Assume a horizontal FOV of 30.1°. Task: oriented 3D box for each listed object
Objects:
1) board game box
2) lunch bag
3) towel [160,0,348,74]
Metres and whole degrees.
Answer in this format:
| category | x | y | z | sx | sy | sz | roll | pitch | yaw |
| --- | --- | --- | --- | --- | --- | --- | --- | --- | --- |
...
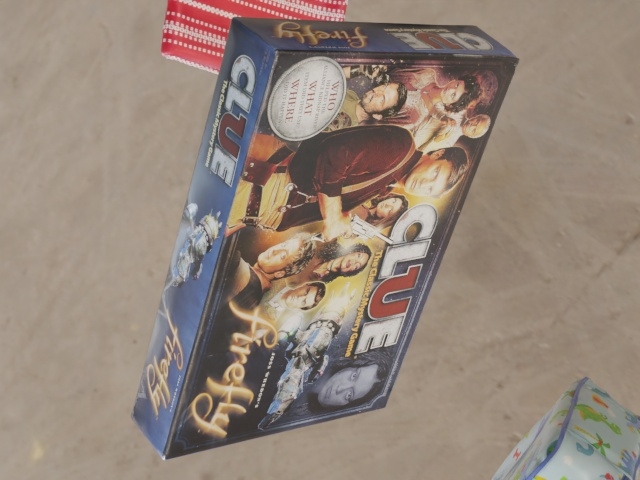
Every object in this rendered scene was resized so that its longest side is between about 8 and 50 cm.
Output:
| category | x | y | z | sx | sy | sz | roll | pitch | yaw |
| --- | --- | --- | --- | --- | --- | --- | --- | --- | --- |
| board game box | 0.000 | 0.000 | 0.651 | 0.042 | 0.165 | 0.243 | 43 | 127 | 39 |
| lunch bag | 0.197 | 0.222 | 1.029 | 0.090 | 0.219 | 0.176 | 39 | 110 | 8 |
| towel | -0.047 | -0.291 | 1.196 | 0.031 | 0.199 | 0.275 | 1 | 78 | 59 |
